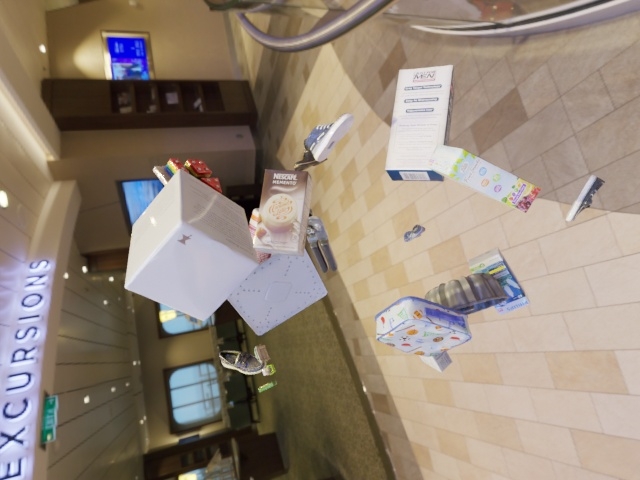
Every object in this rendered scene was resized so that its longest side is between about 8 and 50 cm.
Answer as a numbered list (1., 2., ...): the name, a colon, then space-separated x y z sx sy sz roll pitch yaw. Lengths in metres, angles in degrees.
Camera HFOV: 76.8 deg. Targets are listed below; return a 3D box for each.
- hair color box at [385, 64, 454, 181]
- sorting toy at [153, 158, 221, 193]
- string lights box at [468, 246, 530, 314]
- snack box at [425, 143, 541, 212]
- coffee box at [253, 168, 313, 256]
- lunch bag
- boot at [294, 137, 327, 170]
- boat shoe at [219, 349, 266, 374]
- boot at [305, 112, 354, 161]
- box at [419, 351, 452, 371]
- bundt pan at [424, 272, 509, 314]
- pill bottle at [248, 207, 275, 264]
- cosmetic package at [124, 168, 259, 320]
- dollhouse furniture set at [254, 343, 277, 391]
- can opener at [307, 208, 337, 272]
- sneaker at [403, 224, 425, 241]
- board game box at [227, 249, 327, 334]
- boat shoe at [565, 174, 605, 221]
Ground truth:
1. hair color box: 0.321 -0.367 1.282 0.105 0.174 0.347 30 -112 -64
2. sorting toy: -0.566 -0.263 1.822 0.255 0.257 0.089 49 116 13
3. string lights box: 0.747 0.172 1.689 0.133 0.077 0.260 -31 100 28
4. snack box: 0.375 -0.151 0.955 0.070 0.207 0.174 -63 9 14
5. coffee box: -0.111 -0.084 1.236 0.098 0.141 0.247 55 -140 -75
6. lunch bag: 0.360 0.298 1.396 0.243 0.303 0.115 -51 29 45
7. boot: -0.069 -0.406 1.871 0.077 0.198 0.137 -22 95 45
8. boat shoe: -0.344 0.522 1.746 0.073 0.223 0.080 65 -144 -44
9. boot: 0.021 -0.342 1.260 0.190 0.069 0.086 -46 69 35
10. box: 0.467 0.468 1.707 0.126 0.072 0.137 57 165 -16
11. bundt pan: 0.561 0.224 1.606 0.331 0.330 0.124 121 138 -60
12. pill bottle: -0.307 0.043 2.172 0.224 0.224 0.392 39 112 62
13. cosmetic package: -0.482 0.011 1.517 0.327 0.329 0.394 -45 37 14
14. dollhouse furniture set: -0.208 0.446 1.420 0.152 0.058 0.076 65 -168 13
15. can opener: 0.000 0.000 1.490 0.283 0.076 0.095 68 -165 -45
16. sneaker: 0.465 -0.028 1.987 0.135 0.058 0.052 -43 47 50
17. board game box: -0.198 0.217 1.821 0.050 0.390 0.390 52 171 46
18. boat shoe: 0.728 -0.112 1.110 0.040 0.049 0.142 31 96 21
